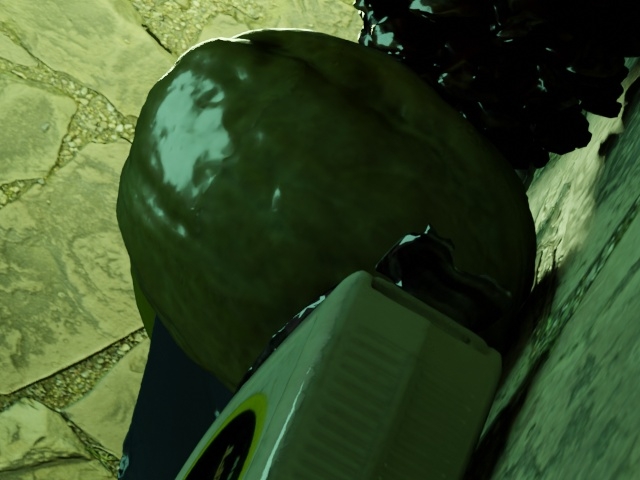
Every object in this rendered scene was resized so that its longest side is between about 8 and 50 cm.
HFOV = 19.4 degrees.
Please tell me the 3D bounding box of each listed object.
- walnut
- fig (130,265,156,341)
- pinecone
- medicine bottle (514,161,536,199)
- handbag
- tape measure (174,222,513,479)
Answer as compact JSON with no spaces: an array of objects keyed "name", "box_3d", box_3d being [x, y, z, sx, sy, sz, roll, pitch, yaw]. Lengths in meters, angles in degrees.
[{"name":"walnut","box_3d":[0.000,0.000,1.191,0.227,0.283,0.283,-31,-24,-53]},{"name":"fig","box_3d":[-0.040,0.008,1.950,0.343,0.343,0.343,-60,0,0]},{"name":"pinecone","box_3d":[0.131,-0.146,1.282,0.221,0.221,0.221,-60,0,0]},{"name":"medicine bottle","box_3d":[0.114,0.013,1.395,0.199,0.058,0.057,-61,0,-5]},{"name":"handbag","box_3d":[-0.078,0.184,1.667,0.329,0.122,0.303,-115,35,-56]},{"name":"tape measure","box_3d":[-0.009,0.154,1.012,0.231,0.133,0.271,-43,21,58]}]
